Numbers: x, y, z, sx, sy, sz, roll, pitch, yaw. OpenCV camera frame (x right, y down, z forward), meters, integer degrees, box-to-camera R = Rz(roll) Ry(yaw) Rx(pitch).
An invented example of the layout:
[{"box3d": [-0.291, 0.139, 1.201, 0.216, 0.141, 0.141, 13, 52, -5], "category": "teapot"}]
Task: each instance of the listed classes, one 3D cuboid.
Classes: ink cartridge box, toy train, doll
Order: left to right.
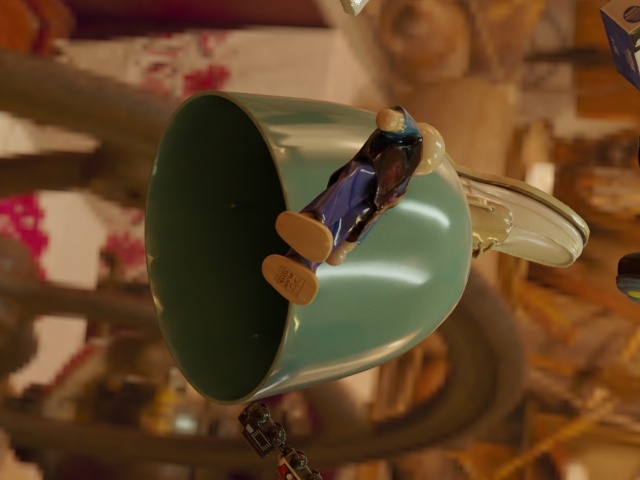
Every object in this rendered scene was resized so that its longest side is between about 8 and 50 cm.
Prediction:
[{"box3d": [-0.020, 0.208, 1.699, 0.158, 0.036, 0.027, 53, -1, -9], "category": "toy train"}, {"box3d": [0.027, -0.028, 1.293, 0.189, 0.046, 0.129, -44, 159, -48], "category": "doll"}, {"box3d": [0.350, -0.229, 1.756, 0.207, 0.046, 0.097, -38, 145, -6], "category": "ink cartridge box"}]

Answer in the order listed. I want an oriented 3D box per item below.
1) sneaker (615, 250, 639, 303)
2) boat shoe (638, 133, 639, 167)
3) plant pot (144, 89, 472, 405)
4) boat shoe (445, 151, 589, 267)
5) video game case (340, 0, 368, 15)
[{"box3d": [0.249, -0.012, 1.084, 0.067, 0.188, 0.078, 73, -5, -83], "category": "sneaker"}, {"box3d": [0.363, -0.046, 1.230, 0.127, 0.341, 0.158, -57, 159, -30], "category": "boat shoe"}, {"box3d": [0.000, 0.000, 1.865, 0.235, 0.293, 0.293, -4, 101, -32], "category": "plant pot"}, {"box3d": [0.170, -0.024, 2.292, 0.113, 0.302, 0.103, 131, -23, -58], "category": "boat shoe"}, {"box3d": [0.045, -0.318, 1.866, 0.143, 0.019, 0.157, -54, 142, -25], "category": "video game case"}]
